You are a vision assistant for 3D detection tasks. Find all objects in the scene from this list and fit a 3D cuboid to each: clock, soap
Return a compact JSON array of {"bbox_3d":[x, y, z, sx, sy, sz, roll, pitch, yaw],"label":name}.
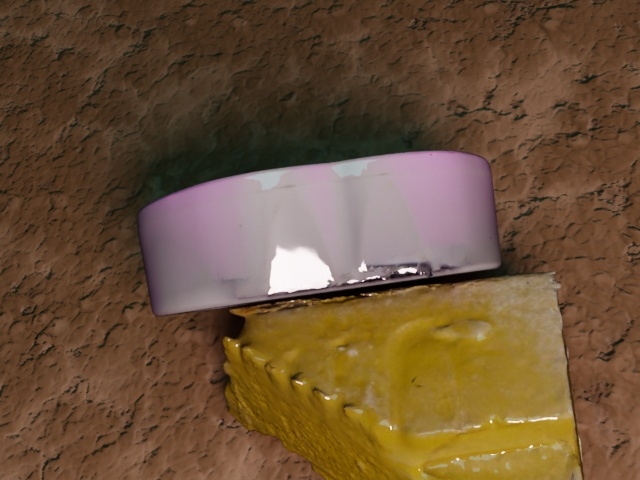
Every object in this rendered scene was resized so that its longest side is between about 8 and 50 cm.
[{"bbox_3d":[0.000,0.000,1.093,0.339,0.338,0.102,-9,86,11],"label":"clock"},{"bbox_3d":[0.055,0.194,1.017,0.339,0.169,0.304,-8,44,12],"label":"soap"}]
